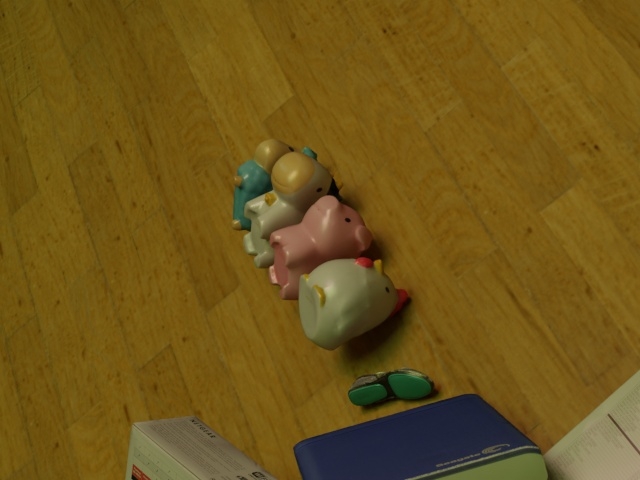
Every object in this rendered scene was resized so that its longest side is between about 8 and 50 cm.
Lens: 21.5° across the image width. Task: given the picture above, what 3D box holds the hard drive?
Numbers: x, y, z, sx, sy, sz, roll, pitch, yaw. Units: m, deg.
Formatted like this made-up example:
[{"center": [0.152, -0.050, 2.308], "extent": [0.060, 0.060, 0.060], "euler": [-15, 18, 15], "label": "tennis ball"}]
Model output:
[{"center": [0.087, 0.217, 1.662], "extent": [0.210, 0.040, 0.318], "euler": [-15, 5, -4], "label": "hard drive"}]

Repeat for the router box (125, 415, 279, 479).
[{"center": [-0.100, 0.383, 1.741], "extent": [0.335, 0.082, 0.301], "euler": [29, 116, 50], "label": "router box"}]

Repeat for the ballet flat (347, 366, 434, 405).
[{"center": [0.083, 0.160, 1.917], "extent": [0.114, 0.041, 0.041], "euler": [-14, 50, 34], "label": "ballet flat"}]

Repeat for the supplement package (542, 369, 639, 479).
[{"center": [0.312, 0.230, 1.564], "extent": [0.244, 0.134, 0.139], "euler": [-43, 38, 7], "label": "supplement package"}]

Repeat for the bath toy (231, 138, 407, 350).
[{"center": [0.000, 0.000, 2.067], "extent": [0.348, 0.129, 0.151], "euler": [-124, 35, -53], "label": "bath toy"}]
